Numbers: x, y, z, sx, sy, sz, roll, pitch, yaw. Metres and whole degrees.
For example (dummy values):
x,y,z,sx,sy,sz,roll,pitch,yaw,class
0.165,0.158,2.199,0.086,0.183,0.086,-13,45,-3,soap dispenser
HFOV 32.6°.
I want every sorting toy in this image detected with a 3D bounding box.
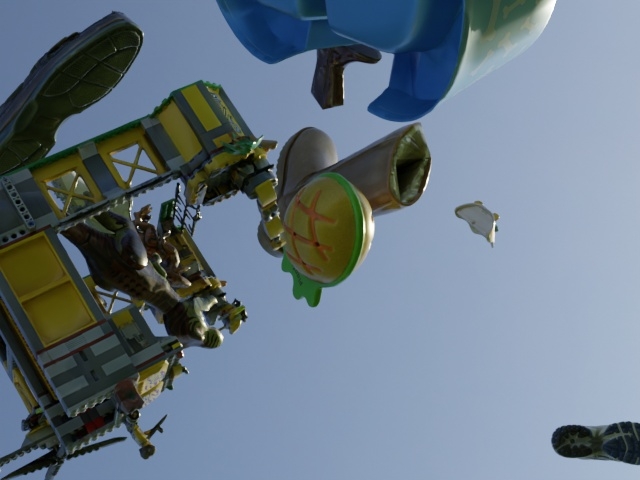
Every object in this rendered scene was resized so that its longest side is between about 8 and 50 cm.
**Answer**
x,y,z,sx,sy,sz,roll,pitch,yaw,class
0.276,-0.022,1.870,0.045,0.083,0.075,-37,-36,-13,sorting toy

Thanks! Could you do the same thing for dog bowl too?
x,y,z,sx,sy,sz,roll,pitch,yaw,class
0.018,-0.171,0.597,0.074,0.297,0.166,-19,-61,-23,dog bowl

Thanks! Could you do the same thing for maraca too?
x,y,z,sx,sy,sz,roll,pitch,yaw,class
0.000,0.000,1.294,0.099,0.127,0.186,-3,-34,-32,maraca

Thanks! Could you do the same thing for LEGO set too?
x,y,z,sx,sy,sz,roll,pitch,yaw,class
-0.129,0.061,0.802,0.255,0.192,0.331,-24,-18,-32,LEGO set

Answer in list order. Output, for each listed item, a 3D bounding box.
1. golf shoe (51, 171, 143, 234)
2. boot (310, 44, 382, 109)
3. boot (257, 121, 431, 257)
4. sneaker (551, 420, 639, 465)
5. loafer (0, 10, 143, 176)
x,y,z,sx,sy,sz,roll,pitch,yaw,class
-0.301,-0.051,1.480,0.086,0.069,0.176,-37,-67,-13,golf shoe
0.034,-0.224,1.504,0.037,0.106,0.114,-33,-38,-41,boot
0.045,-0.098,1.487,0.089,0.269,0.236,33,-126,-27,boot
0.349,0.247,1.341,0.058,0.135,0.052,72,-156,-75,sneaker
-0.329,-0.186,1.321,0.267,0.084,0.096,-44,-27,13,loafer
